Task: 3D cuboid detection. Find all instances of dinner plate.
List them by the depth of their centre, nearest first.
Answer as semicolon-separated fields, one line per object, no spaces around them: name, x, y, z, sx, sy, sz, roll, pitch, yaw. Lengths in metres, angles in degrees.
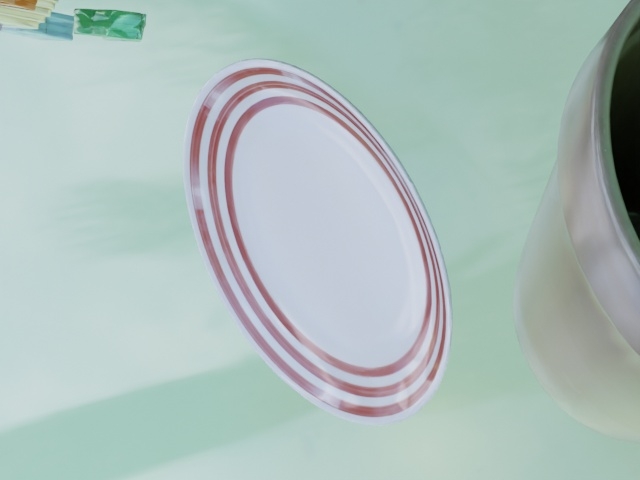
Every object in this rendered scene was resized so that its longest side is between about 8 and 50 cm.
dinner plate;0.000;0.000;0.614;0.141;0.017;0.141;33;137;36

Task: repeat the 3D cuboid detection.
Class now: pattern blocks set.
pattern blocks set;-0.271;-0.153;1.043;0.285;0.324;0.026;12;94;61

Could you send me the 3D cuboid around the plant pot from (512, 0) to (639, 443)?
plant pot;0.272;0.011;1.151;0.323;0.323;0.280;67;156;16
